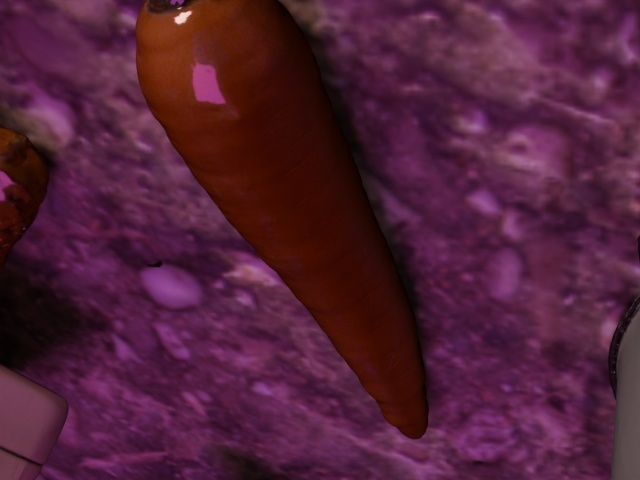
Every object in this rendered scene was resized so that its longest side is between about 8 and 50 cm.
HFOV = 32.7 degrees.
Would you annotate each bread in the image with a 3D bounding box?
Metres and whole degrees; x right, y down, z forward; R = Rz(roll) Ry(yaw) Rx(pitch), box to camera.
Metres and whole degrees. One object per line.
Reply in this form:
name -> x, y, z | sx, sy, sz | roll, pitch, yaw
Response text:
bread -> -0.179, -0.005, 0.553 | 0.052, 0.044, 0.157 | 26, 139, -17

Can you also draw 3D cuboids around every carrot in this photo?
carrot -> 0.000, 0.000, 0.482 | 0.069, 0.069, 0.336 | -5, 137, 24

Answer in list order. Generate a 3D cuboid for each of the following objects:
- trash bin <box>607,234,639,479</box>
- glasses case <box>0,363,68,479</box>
trash bin -> 0.216, 0.155, 0.419 | 0.277, 0.262, 0.217 | 40, 135, -23
glasses case -> -0.299, 0.036, 0.553 | 0.336, 0.076, 0.144 | 34, 166, -28
